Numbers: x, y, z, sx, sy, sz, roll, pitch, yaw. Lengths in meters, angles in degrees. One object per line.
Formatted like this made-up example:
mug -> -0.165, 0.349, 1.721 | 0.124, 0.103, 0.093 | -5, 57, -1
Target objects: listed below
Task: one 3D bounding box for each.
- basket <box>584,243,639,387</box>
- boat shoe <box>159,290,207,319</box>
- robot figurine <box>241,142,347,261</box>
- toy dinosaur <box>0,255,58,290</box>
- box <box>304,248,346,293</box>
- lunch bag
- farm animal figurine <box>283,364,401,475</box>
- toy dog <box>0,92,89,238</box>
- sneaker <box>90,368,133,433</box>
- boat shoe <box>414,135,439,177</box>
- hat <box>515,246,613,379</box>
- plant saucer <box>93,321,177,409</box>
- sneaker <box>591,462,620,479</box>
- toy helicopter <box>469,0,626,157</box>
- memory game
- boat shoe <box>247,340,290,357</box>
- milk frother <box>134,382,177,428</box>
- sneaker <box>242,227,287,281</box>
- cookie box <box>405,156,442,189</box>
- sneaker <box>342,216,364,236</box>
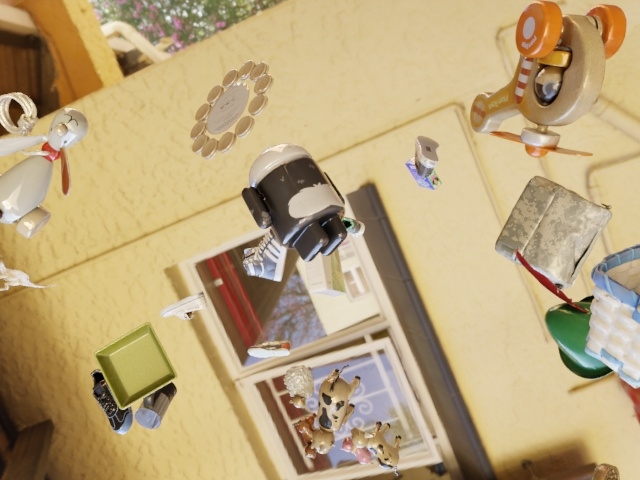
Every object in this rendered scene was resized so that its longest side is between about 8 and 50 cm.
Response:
basket -> 0.510, 0.054, 0.748 | 0.201, 0.255, 0.288 | 34, 132, 49
boat shoe -> -0.225, 0.115, 0.902 | 0.035, 0.100, 0.035 | -18, -95, -63
robot figurine -> -0.053, -0.090, 1.252 | 0.278, 0.174, 0.209 | 59, -170, 17
toy dinosaur -> -0.739, 0.093, 1.320 | 0.183, 0.093, 0.053 | 54, -151, -51
box -> 0.000, 0.000, 1.604 | 0.232, 0.059, 0.321 | 28, -127, -72
lunch bag -> 0.752, -0.020, 1.761 | 0.256, 0.305, 0.213 | 33, -171, 37
farm animal figurine -> 0.054, 0.525, 1.559 | 0.172, 0.331, 0.326 | -33, -62, -62
toy dog -> -0.653, -0.144, 1.204 | 0.161, 0.220, 0.333 | -93, 23, -67
sneaker -> -0.648, 0.490, 1.672 | 0.232, 0.081, 0.090 | 47, -178, 43
boat shoe -> 0.327, -0.260, 1.706 | 0.228, 0.080, 0.076 | -82, 11, -59
hat -> 0.468, 0.154, 1.078 | 0.184, 0.172, 0.208 | 23, -167, -17
plant saucer -> -0.533, 0.363, 1.591 | 0.188, 0.188, 0.045 | 60, 177, 9
sneaker -> 0.497, 0.508, 1.030 | 0.064, 0.086, 0.192 | 18, -98, -28
toy helicopter -> 0.362, -0.242, 0.954 | 0.355, 0.140, 0.234 | 169, 99, -78
memory game -> -0.145, -0.210, 0.875 | 0.012, 0.186, 0.186 | 34, -150, -42
boat shoe -> -0.162, 0.342, 1.734 | 0.049, 0.137, 0.043 | 81, -172, -45
milk frother -> -0.536, 0.483, 1.668 | 0.134, 0.143, 0.129 | -74, -30, -62
sneaker -> -0.195, 0.016, 1.949 | 0.099, 0.153, 0.282 | -97, 16, -63
cookie box -> 0.348, -0.227, 1.841 | 0.107, 0.040, 0.092 | 51, 169, -27
sneaker -> 0.059, -0.060, 1.770 | 0.076, 0.167, 0.064 | 25, -101, -60
